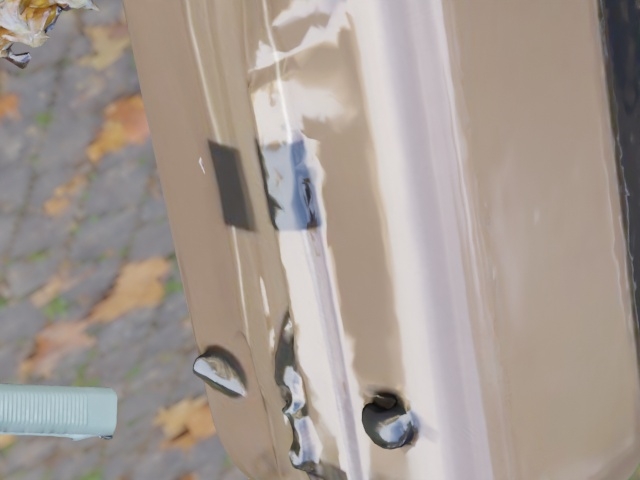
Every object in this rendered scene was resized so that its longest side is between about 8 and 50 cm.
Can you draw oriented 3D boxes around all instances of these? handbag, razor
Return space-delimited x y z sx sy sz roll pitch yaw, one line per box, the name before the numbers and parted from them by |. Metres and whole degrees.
handbag | 0.071 -0.067 0.702 0.283 0.149 0.301 -29 117 -41
razor | -0.202 0.091 1.007 0.111 0.056 0.278 -4 180 33

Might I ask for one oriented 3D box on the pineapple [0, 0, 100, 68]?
pineapple | -0.312 -0.306 1.444 0.352 0.352 0.300 -38 160 10
